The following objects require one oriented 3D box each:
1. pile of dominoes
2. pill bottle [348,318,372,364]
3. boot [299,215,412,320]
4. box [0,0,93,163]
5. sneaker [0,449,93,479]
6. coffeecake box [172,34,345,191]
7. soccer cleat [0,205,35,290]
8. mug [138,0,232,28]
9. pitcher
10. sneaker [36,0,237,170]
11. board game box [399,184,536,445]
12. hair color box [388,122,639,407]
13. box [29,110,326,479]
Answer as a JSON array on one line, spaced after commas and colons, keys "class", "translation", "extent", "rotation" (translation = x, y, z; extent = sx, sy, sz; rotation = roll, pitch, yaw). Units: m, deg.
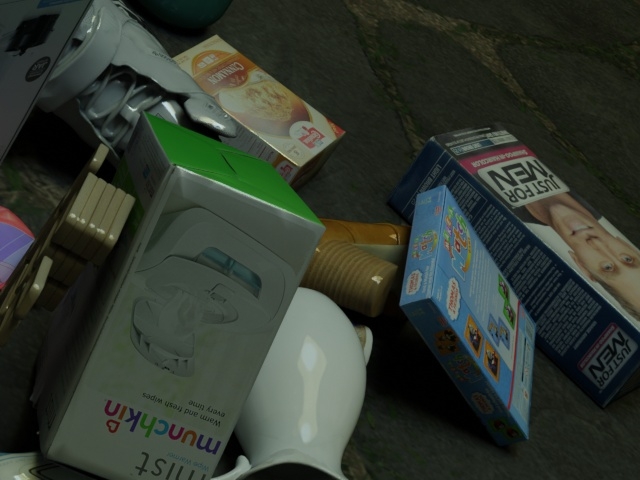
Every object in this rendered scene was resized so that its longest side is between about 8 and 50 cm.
[{"class": "pile of dominoes", "translation": [-0.216, 0.060, 1.226], "extent": [0.040, 0.251, 0.196], "rotation": [31, 37, -12]}, {"class": "pill bottle", "translation": [-0.017, 0.089, 1.573], "extent": [0.120, 0.067, 0.067], "rotation": [24, 30, -18]}, {"class": "boot", "translation": [-0.001, 0.001, 1.704], "extent": [0.211, 0.104, 0.295], "rotation": [24, 10, 16]}, {"class": "box", "translation": [-0.307, -0.130, 1.381], "extent": [0.087, 0.290, 0.169], "rotation": [42, 27, 12]}, {"class": "sneaker", "translation": [-0.168, 0.193, 1.244], "extent": [0.237, 0.085, 0.086], "rotation": [16, 27, -34]}, {"class": "coffeecake box", "translation": [-0.084, -0.130, 1.843], "extent": [0.185, 0.068, 0.142], "rotation": [37, 28, 5]}, {"class": "soccer cleat", "translation": [-0.302, 0.036, 1.354], "extent": [0.095, 0.083, 0.248], "rotation": [42, 26, 6]}, {"class": "mug", "translation": [-0.173, -0.322, 2.014], "extent": [0.158, 0.097, 0.129], "rotation": [42, 30, 16]}, {"class": "pitcher", "translation": [-0.048, 0.138, 1.431], "extent": [0.178, 0.125, 0.207], "rotation": [10, 45, -11]}, {"class": "sneaker", "translation": [-0.197, -0.148, 1.596], "extent": [0.210, 0.137, 0.366], "rotation": [47, 5, 18]}, {"class": "board game box", "translation": [0.149, 0.074, 1.661], "extent": [0.211, 0.039, 0.160], "rotation": [55, 30, -33]}, {"class": "hair color box", "translation": [0.261, 0.019, 1.932], "extent": [0.347, 0.105, 0.174], "rotation": [45, 31, 18]}, {"class": "box", "translation": [-0.119, 0.043, 1.283], "extent": [0.127, 0.231, 0.262], "rotation": [22, 7, -14]}]
